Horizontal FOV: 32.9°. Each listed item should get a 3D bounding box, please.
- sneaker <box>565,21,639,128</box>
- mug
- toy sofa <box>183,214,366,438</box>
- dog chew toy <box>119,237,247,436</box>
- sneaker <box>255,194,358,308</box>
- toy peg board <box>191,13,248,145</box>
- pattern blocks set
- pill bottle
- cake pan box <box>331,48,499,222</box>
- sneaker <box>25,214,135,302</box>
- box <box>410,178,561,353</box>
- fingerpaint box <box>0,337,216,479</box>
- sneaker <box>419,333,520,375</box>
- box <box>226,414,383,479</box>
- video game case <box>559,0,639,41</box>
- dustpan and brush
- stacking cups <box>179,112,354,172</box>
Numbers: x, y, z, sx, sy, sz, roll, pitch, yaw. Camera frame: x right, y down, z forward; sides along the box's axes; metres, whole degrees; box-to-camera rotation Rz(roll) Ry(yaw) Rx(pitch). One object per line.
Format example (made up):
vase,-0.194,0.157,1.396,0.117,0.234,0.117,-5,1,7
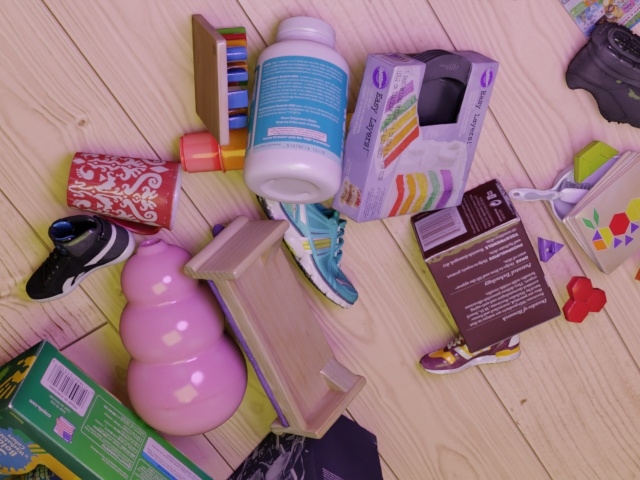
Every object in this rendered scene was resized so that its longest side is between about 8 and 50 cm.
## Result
sneaker,0.519,-0.227,1.727,0.286,0.109,0.130,35,138,-7
mug,-0.317,-0.068,1.744,0.169,0.113,0.150,9,113,-5
toy sofa,-0.088,0.145,1.795,0.177,0.150,0.362,1,126,42
dog chew toy,-0.243,0.157,1.816,0.206,0.206,0.332,-12,107,2
sneaker,0.000,0.000,1.807,0.110,0.107,0.275,-32,116,-3
toy peg board,-0.137,-0.249,1.649,0.079,0.160,0.161,-9,117,-17
pattern blocks set,0.499,-0.042,1.805,0.325,0.026,0.285,-32,114,-12
pill bottle,-0.032,-0.198,1.623,0.146,0.146,0.264,8,71,-8
cake pan box,0.151,-0.170,1.681,0.246,0.070,0.267,-10,122,-44
sneaker,-0.422,0.019,1.762,0.217,0.079,0.121,-29,146,17
box,0.272,0.040,1.804,0.167,0.168,0.203,-25,116,7
fingerpaint box,-0.450,0.427,1.880,0.371,0.163,0.445,-29,116,33
sneaker,0.263,0.182,1.935,0.185,0.069,0.084,-12,107,-5
box,-0.053,0.511,1.928,0.179,0.312,0.343,35,108,-18
video game case,0.437,-0.392,1.693,0.119,0.015,0.166,-38,112,13
dustpan and brush,0.412,-0.078,1.816,0.211,0.060,0.147,6,115,-7
stacking cups,-0.065,-0.159,1.739,0.316,0.096,0.096,-3,116,3
